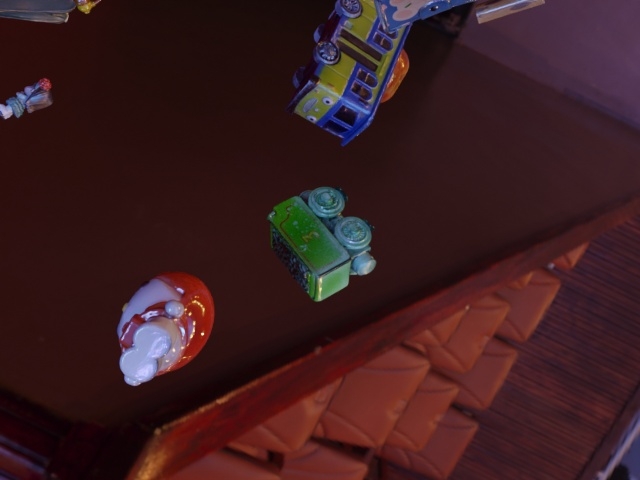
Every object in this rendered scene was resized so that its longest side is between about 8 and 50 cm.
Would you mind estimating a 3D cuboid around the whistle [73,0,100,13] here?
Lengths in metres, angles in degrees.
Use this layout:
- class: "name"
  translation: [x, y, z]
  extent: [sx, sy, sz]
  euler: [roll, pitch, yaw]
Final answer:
- class: "whistle"
  translation: [-0.415, -0.449, 1.299]
  extent: [0.109, 0.046, 0.057]
  euler: [77, 32, -57]

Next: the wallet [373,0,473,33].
- class: "wallet"
  translation: [0.193, -0.445, 1.320]
  extent: [0.141, 0.202, 0.059]
  euler: [44, 29, -71]

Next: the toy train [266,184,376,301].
- class: "toy train"
  translation: [0.000, 0.000, 1.616]
  extent: [0.188, 0.243, 0.132]
  euler: [-27, 149, -21]

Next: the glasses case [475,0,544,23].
- class: "glasses case"
  translation: [0.486, -0.612, 1.924]
  extent: [0.170, 0.041, 0.065]
  euler: [-12, -144, 26]

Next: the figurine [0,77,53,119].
- class: "figurine"
  translation: [-0.544, -0.260, 1.384]
  extent: [0.106, 0.047, 0.060]
  euler: [-32, 163, -19]

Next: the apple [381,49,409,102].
- class: "apple"
  translation: [0.140, -0.432, 1.886]
  extent: [0.163, 0.139, 0.163]
  euler: [-56, 176, -6]

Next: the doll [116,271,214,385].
- class: "doll"
  translation: [-0.227, 0.121, 1.106]
  extent: [0.161, 0.130, 0.290]
  euler: [-61, -174, 9]

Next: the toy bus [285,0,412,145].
- class: "toy bus"
  translation: [0.058, -0.360, 1.537]
  extent: [0.138, 0.175, 0.288]
  euler: [-35, -151, 59]

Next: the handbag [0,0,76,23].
- class: "handbag"
  translation: [-0.748, -0.670, 1.842]
  extent: [0.079, 0.260, 0.248]
  euler: [-10, -91, 54]
